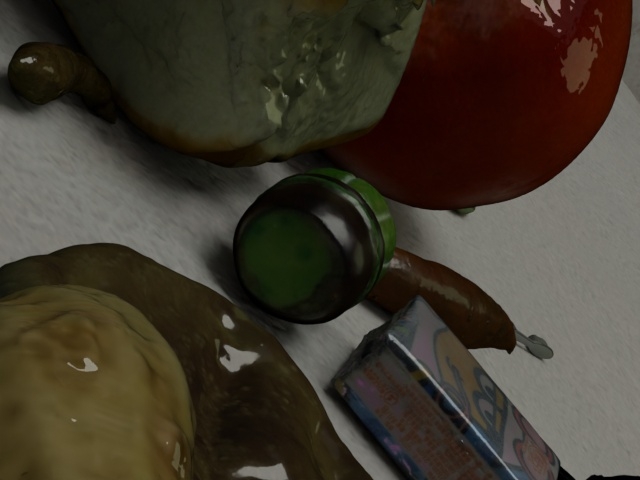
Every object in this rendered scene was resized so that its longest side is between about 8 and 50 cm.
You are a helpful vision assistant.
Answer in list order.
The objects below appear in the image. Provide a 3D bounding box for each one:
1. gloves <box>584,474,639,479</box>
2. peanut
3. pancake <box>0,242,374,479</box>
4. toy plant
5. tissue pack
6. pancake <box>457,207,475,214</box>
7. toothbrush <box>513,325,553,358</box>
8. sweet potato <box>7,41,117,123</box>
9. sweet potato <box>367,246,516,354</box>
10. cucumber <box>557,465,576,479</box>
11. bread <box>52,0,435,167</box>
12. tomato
[{"bbox_3d":[0.213,0.240,1.229,0.129,0.106,0.181,39,15,-39],"label":"gloves"},{"bbox_3d":[-0.098,0.115,0.642,0.130,0.130,0.290,41,18,-30],"label":"peanut"},{"bbox_3d":[-0.048,0.109,0.923,0.294,0.049,0.294,44,18,-18],"label":"pancake"},{"bbox_3d":[0.000,0.000,1.217,0.093,0.093,0.162,51,16,2],"label":"toy plant"},{"bbox_3d":[0.082,0.119,1.222,0.155,0.065,0.115,51,18,-2],"label":"tissue pack"},{"bbox_3d":[0.108,-0.078,1.801,0.129,0.022,0.116,55,14,17],"label":"pancake"},{"bbox_3d":[0.148,0.068,1.600,0.194,0.014,0.017,29,27,-51],"label":"toothbrush"},{"bbox_3d":[-0.156,-0.097,1.115,0.153,0.038,0.041,18,57,-76],"label":"sweet potato"},{"bbox_3d":[0.070,0.036,1.396,0.264,0.057,0.057,31,25,-46],"label":"sweet potato"},{"bbox_3d":[0.183,0.202,1.351,0.220,0.046,0.070,47,9,-17],"label":"cucumber"},{"bbox_3d":[-0.044,-0.185,1.253,0.250,0.225,0.279,52,30,14],"label":"bread"},{"bbox_3d":[0.095,-0.176,1.534,0.321,0.321,0.321,45,17,-18],"label":"tomato"}]
